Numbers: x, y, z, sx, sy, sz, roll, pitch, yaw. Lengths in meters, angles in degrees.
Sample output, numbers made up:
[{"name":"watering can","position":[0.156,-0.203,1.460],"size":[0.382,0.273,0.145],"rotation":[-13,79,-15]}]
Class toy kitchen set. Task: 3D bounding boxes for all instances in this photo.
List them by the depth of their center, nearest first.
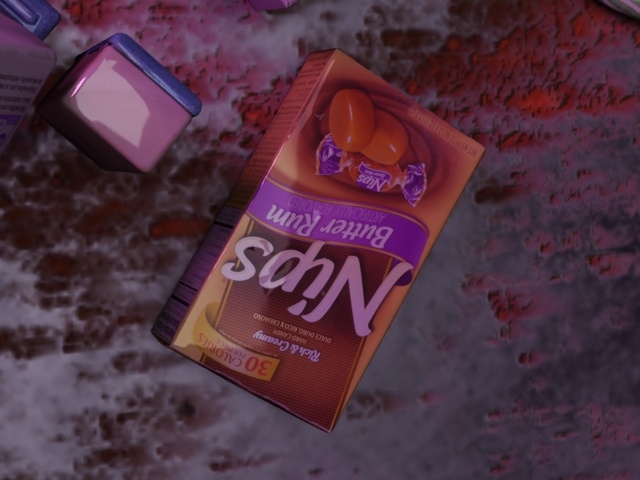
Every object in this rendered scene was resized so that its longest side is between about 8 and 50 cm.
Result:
[{"name":"toy kitchen set","position":[-0.122,-0.161,0.596],"size":[0.207,0.122,0.166],"rotation":[41,81,-18]}]

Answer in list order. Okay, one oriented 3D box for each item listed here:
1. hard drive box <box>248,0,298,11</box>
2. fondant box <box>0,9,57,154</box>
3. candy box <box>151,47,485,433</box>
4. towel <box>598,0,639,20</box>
[{"name":"hard drive box","position":[0.023,-0.255,0.629],"size":[0.232,0.089,0.181],"rotation":[-33,105,-7]},{"name":"fondant box","position":[-0.260,0.037,0.454],"size":[0.096,0.238,0.330],"rotation":[34,99,7]},{"name":"candy box","position":[0.000,0.000,0.689],"size":[0.109,0.053,0.187],"rotation":[31,85,-20]},{"name":"towel","position":[0.158,-0.291,0.729],"size":[0.324,0.038,0.248],"rotation":[29,85,-19]}]
